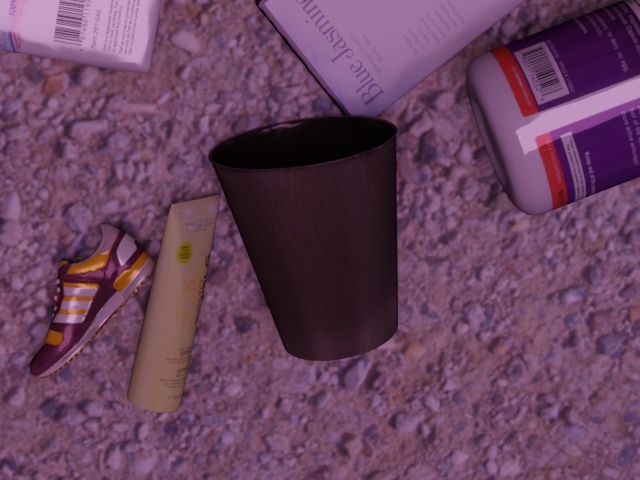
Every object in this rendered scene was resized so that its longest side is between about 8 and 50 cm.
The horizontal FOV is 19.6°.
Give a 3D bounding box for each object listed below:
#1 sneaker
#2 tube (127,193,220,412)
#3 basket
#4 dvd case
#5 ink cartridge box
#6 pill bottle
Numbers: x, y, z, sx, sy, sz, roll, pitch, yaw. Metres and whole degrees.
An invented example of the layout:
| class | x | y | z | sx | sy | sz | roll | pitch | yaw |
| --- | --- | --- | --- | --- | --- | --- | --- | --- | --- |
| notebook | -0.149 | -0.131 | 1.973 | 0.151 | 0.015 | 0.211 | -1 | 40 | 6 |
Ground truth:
| class | x | y | z | sx | sy | sz | roll | pitch | yaw |
| --- | --- | --- | --- | --- | --- | --- | --- | --- | --- |
| sneaker | -0.265 | 0.065 | 2.010 | 0.084 | 0.069 | 0.185 | 42 | 92 | -6 |
| tube | -0.158 | 0.068 | 2.013 | 0.062 | 0.070 | 0.240 | 9 | 105 | -13 |
| basket | 0.000 | 0.000 | 1.972 | 0.204 | 0.154 | 0.227 | -3 | 113 | 19 |
| dvd case | 0.082 | -0.262 | 1.970 | 0.253 | 0.022 | 0.180 | -38 | 106 | 6 |
| ink cartridge box | -0.293 | -0.296 | 1.874 | 0.278 | 0.117 | 0.201 | 9 | 104 | -8 |
| pill bottle | 0.327 | -0.159 | 1.940 | 0.323 | 0.181 | 0.181 | -20 | 107 | 0 |
